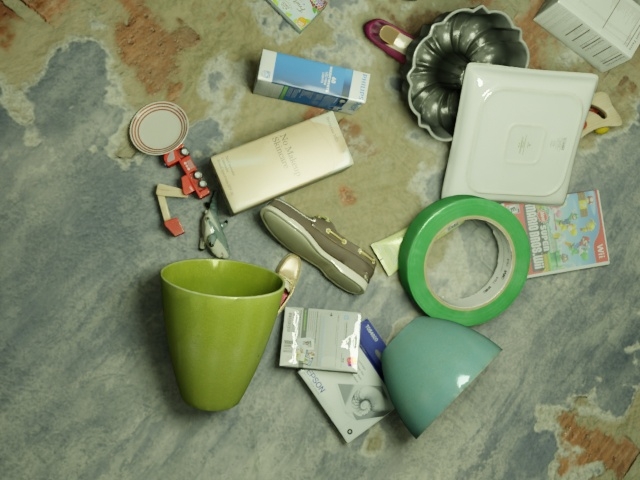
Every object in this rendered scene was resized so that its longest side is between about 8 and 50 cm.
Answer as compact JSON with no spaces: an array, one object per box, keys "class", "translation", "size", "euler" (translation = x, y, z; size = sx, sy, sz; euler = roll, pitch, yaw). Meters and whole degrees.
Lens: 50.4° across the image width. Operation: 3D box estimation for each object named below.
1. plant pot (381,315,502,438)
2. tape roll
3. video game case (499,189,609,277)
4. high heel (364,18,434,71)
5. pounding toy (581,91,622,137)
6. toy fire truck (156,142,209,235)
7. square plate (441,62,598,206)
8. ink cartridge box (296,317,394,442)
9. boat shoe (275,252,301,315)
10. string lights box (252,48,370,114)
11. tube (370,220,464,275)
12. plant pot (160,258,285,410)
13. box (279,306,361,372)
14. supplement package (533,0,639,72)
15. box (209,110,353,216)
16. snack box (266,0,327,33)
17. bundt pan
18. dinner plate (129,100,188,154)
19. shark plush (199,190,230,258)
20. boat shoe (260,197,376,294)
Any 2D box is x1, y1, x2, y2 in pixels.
[{"class":"plant pot","translation":[0.257,0.295,1.610],"size":[0.290,0.290,0.195],"euler":[-44,73,-9]},{"class":"tape roll","translation":[0.356,0.049,1.681],"size":[0.321,0.077,0.322],"euler":[-3,102,-12]},{"class":"video game case","translation":[0.618,-0.016,1.796],"size":[0.285,0.025,0.204],"euler":[-9,89,-11]},{"class":"high heel","translation":[0.217,-0.481,1.731],"size":[0.244,0.117,0.082],"euler":[21,105,-27]},{"class":"pounding toy","translation":[0.649,-0.297,1.745],"size":[0.269,0.155,0.154],"euler":[-10,88,-8]},{"class":"toy fire truck","translation":[-0.338,-0.120,1.610],"size":[0.135,0.047,0.192],"euler":[-30,93,-9]},{"class":"square plate","translation":[0.493,-0.246,1.671],"size":[0.343,0.049,0.348],"euler":[2,114,-10]},{"class":"ink cartridge box","translation":[0.092,0.343,1.674],"size":[0.224,0.045,0.223],"euler":[-36,94,-10]},{"class":"boat shoe","translation":[-0.089,0.112,1.642],"size":[0.063,0.059,0.170],"euler":[23,84,-9]},{"class":"string lights box","translation":[-0.025,-0.375,1.633],"size":[0.259,0.133,0.077],"euler":[10,86,-11]},{"class":"tube","translation":[0.248,-0.012,1.714],"size":[0.240,0.062,0.070],"euler":[-32,52,-7]},{"class":"plant pot","translation":[-0.231,0.220,1.531],"size":[0.274,0.275,0.294],"euler":[5,104,-10]},{"class":"box","translation":[0.001,0.239,1.632],"size":[0.186,0.038,0.145],"euler":[4,74,2]},{"class":"supplement package","translation":[0.712,-0.578,1.777],"size":[0.244,0.134,0.139],"euler":[35,82,-7]},{"class":"box","translation":[-0.094,-0.182,1.620],"size":[0.311,0.121,0.148],"euler":[-24,92,-10]},{"class":"snack box","translation":[-0.067,-0.599,1.682],"size":[0.141,0.037,0.100],"euler":[43,83,-6]},{"class":"bundt pan","translation":[0.337,-0.411,1.666],"size":[0.330,0.124,0.331],"euler":[-8,117,-17]},{"class":"dinner plate","translation":[-0.379,-0.263,1.606],"size":[0.141,0.017,0.141],"euler":[-2,70,4]},{"class":"shark plush","translation":[-0.254,-0.036,1.636],"size":[0.067,0.073,0.161],"euler":[2,68,-31]},{"class":"boat shoe","translation":[0.000,0.000,1.628],"size":[0.324,0.116,0.097],"euler":[38,65,-15]}]
